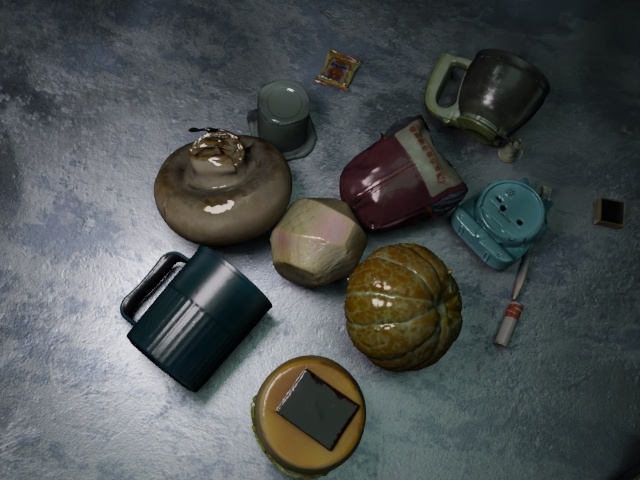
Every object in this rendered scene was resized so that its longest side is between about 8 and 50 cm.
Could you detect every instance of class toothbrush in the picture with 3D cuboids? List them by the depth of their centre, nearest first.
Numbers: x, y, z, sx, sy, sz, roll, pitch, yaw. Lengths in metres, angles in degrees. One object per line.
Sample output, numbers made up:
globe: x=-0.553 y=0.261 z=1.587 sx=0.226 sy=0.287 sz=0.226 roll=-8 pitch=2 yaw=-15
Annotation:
toothbrush: x=0.609 y=0.004 z=1.885 sx=0.037 sy=0.028 sz=0.375 roll=20 pitch=72 yaw=7

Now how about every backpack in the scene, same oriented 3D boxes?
backpack: x=0.209 y=-0.157 z=1.814 sx=0.317 sy=0.197 sz=0.283 roll=-31 pitch=78 yaw=-3

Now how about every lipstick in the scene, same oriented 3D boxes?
lipstick: x=0.517 y=0.232 z=1.800 sx=0.038 sy=0.038 sz=0.130 roll=27 pitch=72 yaw=3

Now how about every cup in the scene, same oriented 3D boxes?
cup: x=-0.326 y=0.180 z=1.631 sx=0.308 sy=0.242 sz=0.292 roll=39 pitch=76 yaw=-4

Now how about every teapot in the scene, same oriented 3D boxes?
teapot: x=0.470 y=-0.421 z=1.902 sx=0.321 sy=0.239 sz=0.239 roll=32 pitch=86 yaw=0
teapot: x=0.569 y=-0.270 z=1.937 sx=0.067 sy=0.083 sz=0.057 roll=36 pitch=69 yaw=8

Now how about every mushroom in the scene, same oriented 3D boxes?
mushroom: x=-0.254 y=-0.159 z=1.691 sx=0.362 sy=0.294 sz=0.362 roll=-3 pitch=42 yaw=3

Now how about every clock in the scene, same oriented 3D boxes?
clock: x=0.526 y=-0.071 z=1.852 sx=0.274 sy=0.094 sz=0.223 roll=-39 pitch=73 yaw=-12

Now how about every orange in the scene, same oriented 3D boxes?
orange: x=0.212 y=0.168 z=1.653 sx=0.329 sy=0.249 sz=0.329 roll=11 pitch=74 yaw=-46

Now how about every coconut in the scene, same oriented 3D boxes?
coconut: x=0.000 y=0.000 z=1.716 sx=0.259 sy=0.259 sz=0.259 roll=1 pitch=73 yaw=-5

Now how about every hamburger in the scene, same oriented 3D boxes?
hamburger: x=-0.030 y=0.430 z=1.616 sx=0.300 sy=0.176 sz=0.300 roll=1 pitch=72 yaw=-4

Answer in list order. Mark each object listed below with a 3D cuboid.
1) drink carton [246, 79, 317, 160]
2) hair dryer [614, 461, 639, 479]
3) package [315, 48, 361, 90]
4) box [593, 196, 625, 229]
drink carton: x=-0.104 y=-0.350 z=1.850 sx=0.191 sy=0.189 sz=0.185 roll=-11 pitch=69 yaw=-9
hair dryer: x=0.804 y=0.609 z=1.653 sx=0.352 sy=0.189 sz=0.107 roll=-37 pitch=77 yaw=-1
package: x=0.054 y=-0.516 z=1.993 sx=0.108 sy=0.031 sz=0.120 roll=22 pitch=72 yaw=2
box: x=0.852 y=-0.079 z=1.928 sx=0.083 sy=0.035 sz=0.079 roll=10 pitch=72 yaw=-1
